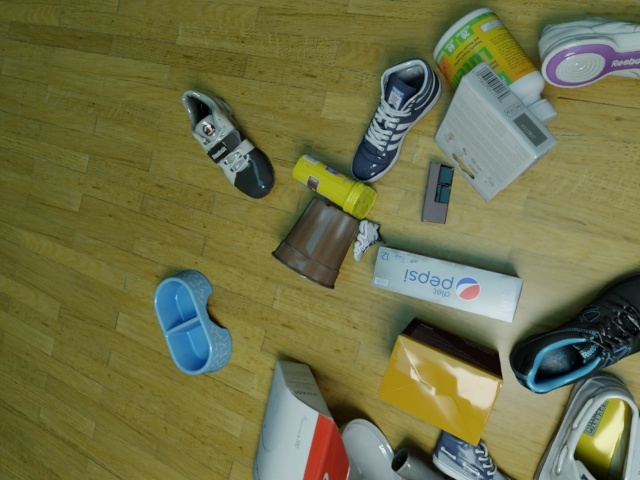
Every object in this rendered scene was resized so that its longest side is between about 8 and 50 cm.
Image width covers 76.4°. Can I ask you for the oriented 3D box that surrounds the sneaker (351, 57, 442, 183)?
[{"bbox_3d":[0.144,-0.253,0.868,0.099,0.153,0.282,41,104,17],"label":"sneaker"}]

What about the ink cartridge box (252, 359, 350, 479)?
[{"bbox_3d":[-0.062,0.478,0.852,0.091,0.385,0.308,12,96,-14],"label":"ink cartridge box"}]

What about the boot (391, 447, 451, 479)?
[{"bbox_3d":[0.260,0.508,0.826,0.208,0.076,0.190,43,148,9],"label":"boot"}]

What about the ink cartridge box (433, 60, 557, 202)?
[{"bbox_3d":[0.316,-0.192,0.776,0.066,0.232,0.189,-35,77,-1],"label":"ink cartridge box"}]

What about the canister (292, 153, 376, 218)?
[{"bbox_3d":[0.031,-0.124,0.930,0.170,0.126,0.073,33,97,20],"label":"canister"}]

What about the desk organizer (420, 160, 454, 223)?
[{"bbox_3d":[0.255,-0.102,0.884,0.050,0.047,0.130,9,94,19],"label":"desk organizer"}]

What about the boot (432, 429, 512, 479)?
[{"bbox_3d":[0.335,0.467,0.846,0.189,0.069,0.086,17,100,22],"label":"boot"}]

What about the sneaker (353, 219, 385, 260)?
[{"bbox_3d":[0.117,0.005,0.944,0.069,0.038,0.098,13,96,21],"label":"sneaker"}]

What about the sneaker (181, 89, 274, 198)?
[{"bbox_3d":[-0.248,-0.242,1.029,0.122,0.146,0.331,-40,78,16],"label":"sneaker"}]

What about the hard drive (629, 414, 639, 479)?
[{"bbox_3d":[0.593,0.478,0.664,0.040,0.203,0.308,10,86,-11],"label":"hard drive"}]

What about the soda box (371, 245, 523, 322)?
[{"bbox_3d":[0.260,0.085,0.857,0.286,0.098,0.091,13,94,20],"label":"soda box"}]

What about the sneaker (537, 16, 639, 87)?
[{"bbox_3d":[0.549,-0.354,0.727,0.305,0.114,0.152,3,53,4],"label":"sneaker"}]

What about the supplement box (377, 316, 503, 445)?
[{"bbox_3d":[0.243,0.264,0.814,0.191,0.194,0.129,21,98,20],"label":"supplement box"}]

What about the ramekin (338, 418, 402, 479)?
[{"bbox_3d":[0.074,0.511,0.883,0.109,0.207,0.207,-38,77,27],"label":"ramekin"}]

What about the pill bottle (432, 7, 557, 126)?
[{"bbox_3d":[0.343,-0.312,0.798,0.136,0.136,0.246,-34,79,18],"label":"pill bottle"}]

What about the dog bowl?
[{"bbox_3d":[-0.356,0.226,1.113,0.165,0.074,0.297,-26,82,19],"label":"dog bowl"}]

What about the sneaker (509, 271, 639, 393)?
[{"bbox_3d":[0.513,0.179,0.737,0.341,0.139,0.125,-41,75,16],"label":"sneaker"}]

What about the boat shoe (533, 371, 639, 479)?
[{"bbox_3d":[0.493,0.436,0.738,0.135,0.156,0.367,18,97,20],"label":"boat shoe"}]

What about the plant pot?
[{"bbox_3d":[0.000,0.000,0.933,0.167,0.167,0.165,31,94,18],"label":"plant pot"}]
